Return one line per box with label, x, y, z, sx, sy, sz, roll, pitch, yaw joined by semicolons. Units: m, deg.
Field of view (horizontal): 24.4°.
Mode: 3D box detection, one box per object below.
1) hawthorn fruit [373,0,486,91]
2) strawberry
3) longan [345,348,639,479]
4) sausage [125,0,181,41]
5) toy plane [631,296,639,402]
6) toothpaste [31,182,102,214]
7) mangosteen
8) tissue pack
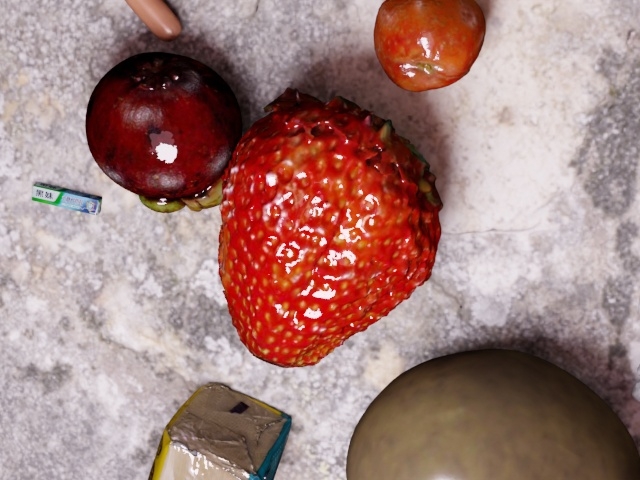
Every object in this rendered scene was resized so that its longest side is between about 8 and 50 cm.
hawthorn fruit;0.114;-0.215;1.566;0.128;0.128;0.128;3;106;12
strawberry;0.000;0.000;1.567;0.250;0.238;0.288;28;90;-9
longan;0.184;0.265;1.591;0.318;0.319;0.319;3;106;12
sausage;-0.190;-0.259;1.662;0.034;0.034;0.083;-40;95;19
toy plane;0.447;0.125;1.586;0.244;0.117;0.245;4;108;12
toothpaste;-0.301;-0.049;1.754;0.083;0.017;0.020;13;108;8
mangosteen;-0.169;-0.110;1.638;0.199;0.200;0.200;3;106;12
tissue pack;-0.142;0.327;1.732;0.134;0.192;0.271;20;108;5
